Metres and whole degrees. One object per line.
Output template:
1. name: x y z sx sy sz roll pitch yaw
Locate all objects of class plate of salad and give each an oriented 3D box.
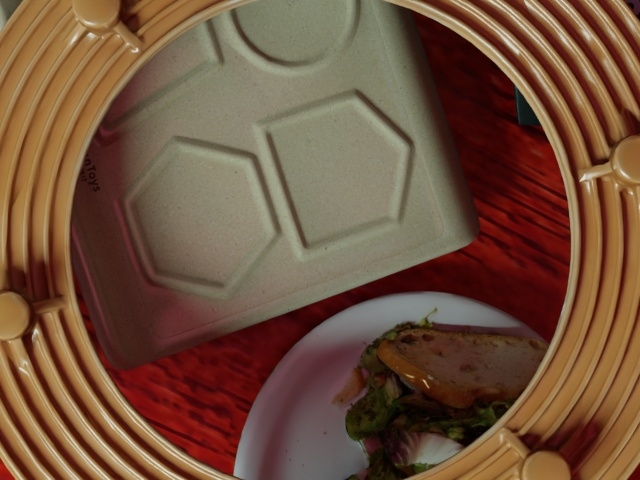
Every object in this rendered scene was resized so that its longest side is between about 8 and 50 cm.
1. plate of salad: 0.056 0.123 0.903 0.199 0.048 0.200 3 82 -20

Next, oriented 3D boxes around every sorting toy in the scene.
1. sorting toy: -0.039 -0.060 0.896 0.208 0.038 0.193 -20 94 -23

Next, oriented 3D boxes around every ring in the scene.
1. ring: 0.000 0.000 0.813 0.336 0.032 0.337 0 87 1

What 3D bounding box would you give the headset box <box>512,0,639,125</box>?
1. headset box: 0.227 -0.197 0.912 0.246 0.131 0.283 6 78 8
